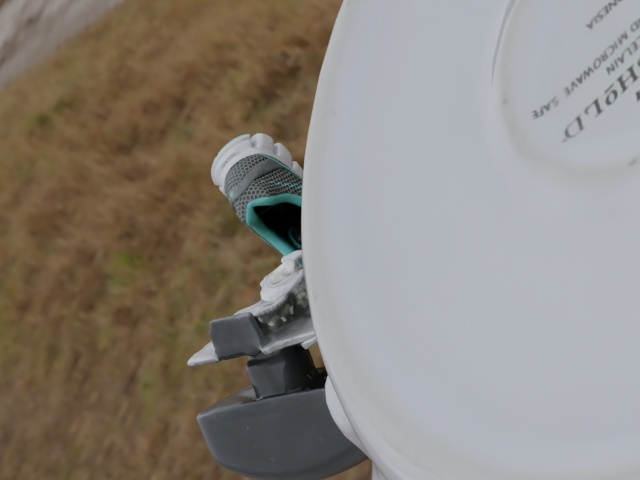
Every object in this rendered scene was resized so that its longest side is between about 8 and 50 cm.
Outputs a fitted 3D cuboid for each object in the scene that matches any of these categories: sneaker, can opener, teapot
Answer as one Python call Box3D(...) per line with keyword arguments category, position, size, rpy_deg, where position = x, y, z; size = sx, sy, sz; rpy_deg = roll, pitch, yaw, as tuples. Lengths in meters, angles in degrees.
Box3D(category="sneaker", position=(0.000, 0.000, 1.103), size=(0.065, 0.166, 0.076), rpy_deg=(-51, 26, 18))
Box3D(category="can opener", position=(0.054, 0.034, 0.675), size=(0.280, 0.093, 0.074), rpy_deg=(-18, 7, 45))
Box3D(category="teapot", position=(0.128, -0.012, 0.393), size=(0.256, 0.187, 0.253), rpy_deg=(5, 75, 53))
